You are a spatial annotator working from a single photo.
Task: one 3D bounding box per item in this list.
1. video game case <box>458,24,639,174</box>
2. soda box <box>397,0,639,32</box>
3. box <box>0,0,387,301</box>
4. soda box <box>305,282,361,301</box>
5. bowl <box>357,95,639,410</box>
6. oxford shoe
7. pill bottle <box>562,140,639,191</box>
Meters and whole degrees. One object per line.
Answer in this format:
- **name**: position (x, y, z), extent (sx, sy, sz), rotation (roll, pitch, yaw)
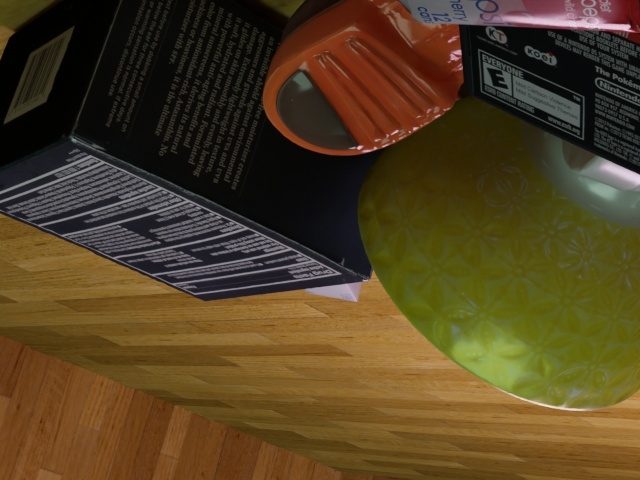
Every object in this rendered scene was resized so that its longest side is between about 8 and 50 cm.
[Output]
- **video game case**: position (0.175, -0.116, 0.553), extent (0.275, 0.035, 0.248), rotation (31, 153, 32)
- **soda box**: position (0.087, -0.207, 0.423), extent (0.092, 0.263, 0.083), rotation (7, 161, 22)
- **box**: position (-0.129, -0.083, 1.082), extent (0.294, 0.182, 0.296), rotation (27, 160, -30)
- **soda box**: position (0.000, 0.000, 1.397), extent (0.069, 0.074, 0.216), rotation (9, 160, 16)
- **bowl**: position (0.189, -0.029, 0.942), extent (0.289, 0.289, 0.156), rotation (20, 132, -15)
- **oxford shoe**: position (0.114, -0.183, 0.732), extent (0.364, 0.132, 0.130), rotation (-21, 132, 32)
- **pill bottle**: position (0.324, -0.069, 0.811), extent (0.283, 0.161, 0.161), rotation (17, 162, -7)
